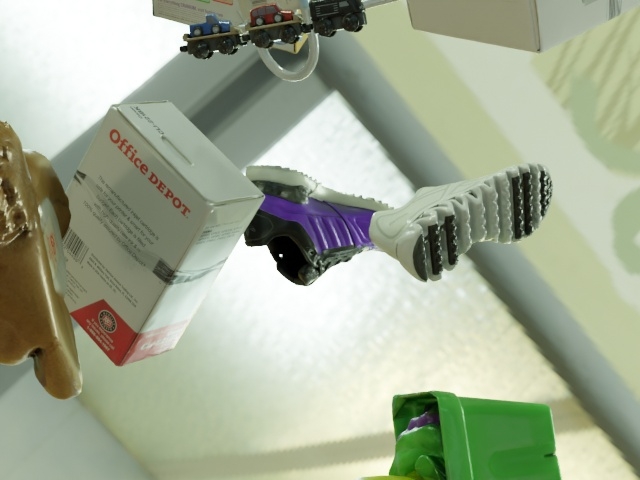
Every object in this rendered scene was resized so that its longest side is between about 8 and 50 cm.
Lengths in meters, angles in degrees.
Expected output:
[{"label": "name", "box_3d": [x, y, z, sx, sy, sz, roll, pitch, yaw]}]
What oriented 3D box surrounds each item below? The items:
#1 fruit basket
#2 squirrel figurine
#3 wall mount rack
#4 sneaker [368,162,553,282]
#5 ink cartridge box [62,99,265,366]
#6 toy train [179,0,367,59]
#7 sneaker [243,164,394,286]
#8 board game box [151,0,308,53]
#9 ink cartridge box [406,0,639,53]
[{"label": "fruit basket", "box_3d": [0.129, 0.378, 1.880, 0.392, 0.392, 0.283, 47, -13, -2]}, {"label": "squirrel figurine", "box_3d": [-0.475, 0.020, 1.562, 0.397, 0.370, 0.281, 81, -1, -61]}, {"label": "wall mount rack", "box_3d": [-0.008, -0.387, 1.832, 0.304, 0.130, 0.350, -1, -69, 44]}, {"label": "sneaker", "box_3d": [0.189, -0.042, 1.921, 0.118, 0.292, 0.110, 22, -56, 45]}, {"label": "ink cartridge box", "box_3d": [-0.222, -0.012, 1.837, 0.197, 0.114, 0.273, 45, -59, 21]}, {"label": "toy train", "box_3d": [-0.041, -0.176, 1.195, 0.027, 0.158, 0.036, -27, 108, -77]}, {"label": "sneaker", "box_3d": [-0.001, 0.000, 2.075, 0.293, 0.146, 0.102, 19, -16, -37]}, {"label": "board game box", "box_3d": [-0.130, -0.442, 2.119, 0.242, 0.064, 0.316, 17, -45, 14]}, {"label": "ink cartridge box", "box_3d": [0.255, -0.315, 1.614, 0.207, 0.283, 0.117, 21, -50, 48]}]
